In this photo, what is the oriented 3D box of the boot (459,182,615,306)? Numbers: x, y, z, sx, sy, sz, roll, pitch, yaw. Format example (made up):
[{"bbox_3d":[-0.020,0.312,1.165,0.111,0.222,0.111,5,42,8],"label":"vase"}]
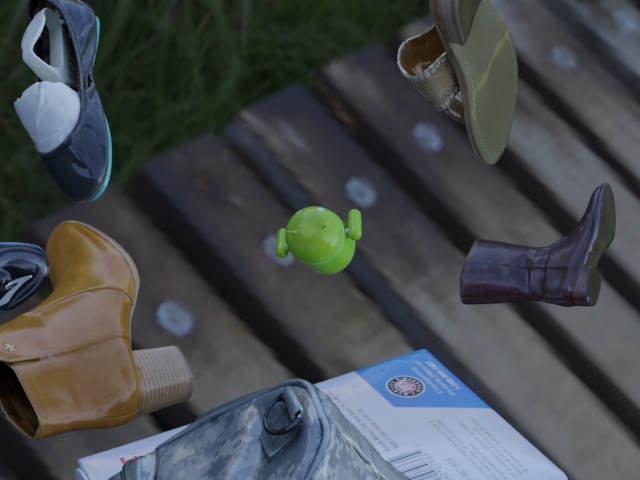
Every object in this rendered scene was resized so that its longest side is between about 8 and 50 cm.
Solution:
[{"bbox_3d":[0.162,0.002,1.458,0.037,0.114,0.106,49,51,-47],"label":"boot"}]

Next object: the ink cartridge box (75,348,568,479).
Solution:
[{"bbox_3d":[-0.001,0.282,1.842,0.395,0.166,0.285,-16,29,-21],"label":"ink cartridge box"}]

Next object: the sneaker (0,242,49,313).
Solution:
[{"bbox_3d":[-0.314,0.051,1.674,0.188,0.078,0.067,-18,109,-38],"label":"sneaker"}]

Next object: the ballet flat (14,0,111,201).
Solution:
[{"bbox_3d":[-0.299,-0.167,2.157,0.096,0.095,0.280,29,38,-40],"label":"ballet flat"}]

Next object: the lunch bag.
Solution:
[{"bbox_3d":[-0.016,0.266,1.399,0.305,0.256,0.212,47,13,-32],"label":"lunch bag"}]

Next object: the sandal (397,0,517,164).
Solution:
[{"bbox_3d":[0.097,-0.153,1.512,0.079,0.240,0.088,16,64,22],"label":"sandal"}]

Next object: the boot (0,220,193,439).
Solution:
[{"bbox_3d":[-0.285,0.086,2.011,0.211,0.104,0.295,-6,42,-38],"label":"boot"}]

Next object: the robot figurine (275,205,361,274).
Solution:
[{"bbox_3d":[0.000,0.000,2.169,0.115,0.101,0.067,40,40,-69],"label":"robot figurine"}]
